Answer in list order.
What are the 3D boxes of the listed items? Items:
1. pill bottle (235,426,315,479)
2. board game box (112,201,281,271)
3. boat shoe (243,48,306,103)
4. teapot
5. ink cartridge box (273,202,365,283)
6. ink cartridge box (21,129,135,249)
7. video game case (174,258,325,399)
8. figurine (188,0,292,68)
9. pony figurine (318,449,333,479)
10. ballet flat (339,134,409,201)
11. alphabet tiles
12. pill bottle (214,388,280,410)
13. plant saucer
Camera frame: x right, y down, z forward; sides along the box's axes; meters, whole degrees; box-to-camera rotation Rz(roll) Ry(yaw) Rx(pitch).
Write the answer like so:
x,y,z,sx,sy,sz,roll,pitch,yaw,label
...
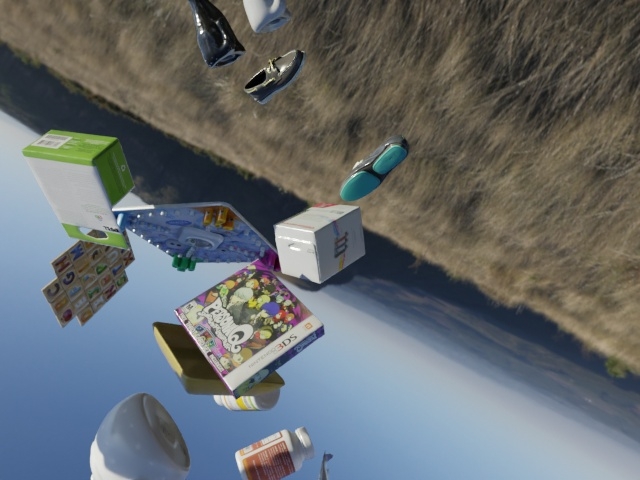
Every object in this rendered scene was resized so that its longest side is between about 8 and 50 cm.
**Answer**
x,y,z,sx,sy,sz,roll,pitch,yaw,label
-0.130,0.638,1.339,0.121,0.216,0.121,161,90,-75,pill bottle
-0.351,0.008,1.315,0.389,0.050,0.390,-2,156,19,board game box
-0.130,-0.459,1.263,0.068,0.081,0.227,22,149,-35,boat shoe
-0.437,0.493,1.052,0.252,0.187,0.256,53,168,17,teapot
0.000,0.000,1.066,0.128,0.127,0.176,11,-153,40,ink cartridge box
-0.539,-0.114,1.067,0.188,0.097,0.255,10,133,13,ink cartridge box
-0.143,0.162,0.905,0.232,0.210,0.042,41,151,35,video game case
-0.179,-0.472,0.854,0.214,0.092,0.209,-20,105,34,figurine
0.040,0.766,1.124,0.363,0.303,0.351,13,-157,4,pony figurine
0.119,-0.163,1.008,0.074,0.074,0.203,29,134,-23,ballet flat
-0.731,0.105,1.469,0.011,0.342,0.285,16,132,15,alphabet tiles
-0.278,0.556,1.674,0.245,0.136,0.136,-17,146,38,pill bottle
-0.324,0.373,1.385,0.332,0.081,0.332,19,-174,-40,plant saucer
